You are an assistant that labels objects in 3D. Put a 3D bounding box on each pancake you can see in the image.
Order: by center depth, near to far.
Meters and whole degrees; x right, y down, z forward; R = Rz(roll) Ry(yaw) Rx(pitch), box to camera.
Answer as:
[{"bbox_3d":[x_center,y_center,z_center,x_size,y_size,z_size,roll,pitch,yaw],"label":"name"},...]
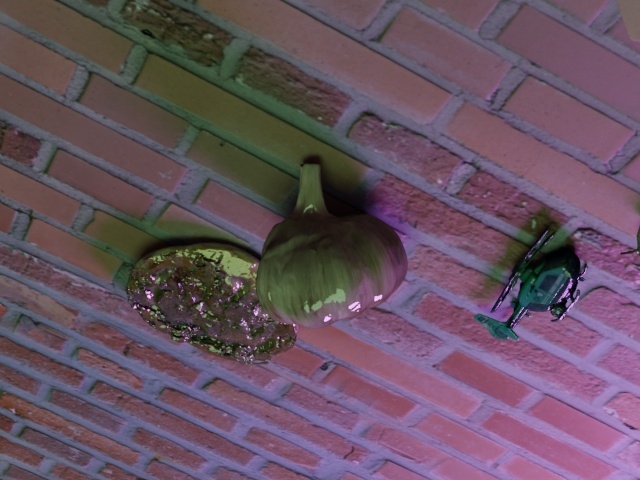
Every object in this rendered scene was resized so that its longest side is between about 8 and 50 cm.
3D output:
[{"bbox_3d":[-0.166,0.100,1.988,0.282,0.049,0.282,9,139,8],"label":"pancake"}]

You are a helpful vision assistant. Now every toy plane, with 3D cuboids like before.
[{"bbox_3d":[0.300,0.075,1.788,0.096,0.060,0.235,28,136,0],"label":"toy plane"}]

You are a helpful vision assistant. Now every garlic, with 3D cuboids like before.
[{"bbox_3d":[0.000,0.000,1.734,0.219,0.218,0.212,-7,105,26],"label":"garlic"}]

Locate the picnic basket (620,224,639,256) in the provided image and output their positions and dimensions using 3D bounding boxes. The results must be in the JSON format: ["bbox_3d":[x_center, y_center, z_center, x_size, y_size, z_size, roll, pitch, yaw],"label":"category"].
[{"bbox_3d":[0.436,0.005,1.648,0.083,0.083,0.065,-12,173,-35],"label":"picnic basket"}]

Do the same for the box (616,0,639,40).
[{"bbox_3d":[0.357,-0.276,1.371,0.089,0.062,0.122,-7,134,26],"label":"box"}]
